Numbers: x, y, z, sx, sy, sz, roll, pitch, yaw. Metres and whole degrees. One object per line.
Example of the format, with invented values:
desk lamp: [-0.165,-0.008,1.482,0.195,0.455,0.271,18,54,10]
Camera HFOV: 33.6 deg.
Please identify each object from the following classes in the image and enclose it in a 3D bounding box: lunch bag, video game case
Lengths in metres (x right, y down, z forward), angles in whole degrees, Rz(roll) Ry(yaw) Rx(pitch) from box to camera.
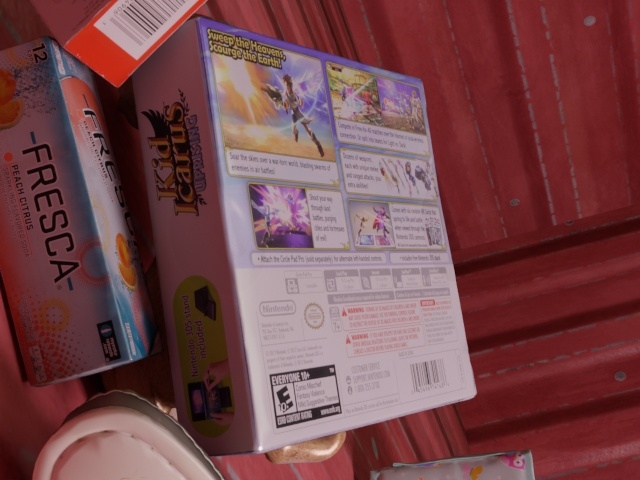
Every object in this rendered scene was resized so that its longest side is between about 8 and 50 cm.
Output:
lunch bag: [0.186,0.404,1.358,0.160,0.223,0.262,-20,100,-80]
video game case: [0.000,0.000,0.697,0.269,0.061,0.244,1,79,-56]

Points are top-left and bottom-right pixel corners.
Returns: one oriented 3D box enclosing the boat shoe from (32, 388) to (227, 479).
boat shoe: [-0.066,0.198,0.585,0.091,0.109,0.305,-98,167,-64]

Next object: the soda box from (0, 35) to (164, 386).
soda box: [-0.145,-0.016,0.589,0.058,0.063,0.183,-1,77,-80]

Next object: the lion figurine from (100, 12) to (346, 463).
lion figurine: [-0.074,0.023,0.729,0.392,0.142,0.240,-89,154,-46]

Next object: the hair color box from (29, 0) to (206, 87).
hair color box: [-0.134,-0.177,0.610,0.167,0.093,0.053,52,8,31]
